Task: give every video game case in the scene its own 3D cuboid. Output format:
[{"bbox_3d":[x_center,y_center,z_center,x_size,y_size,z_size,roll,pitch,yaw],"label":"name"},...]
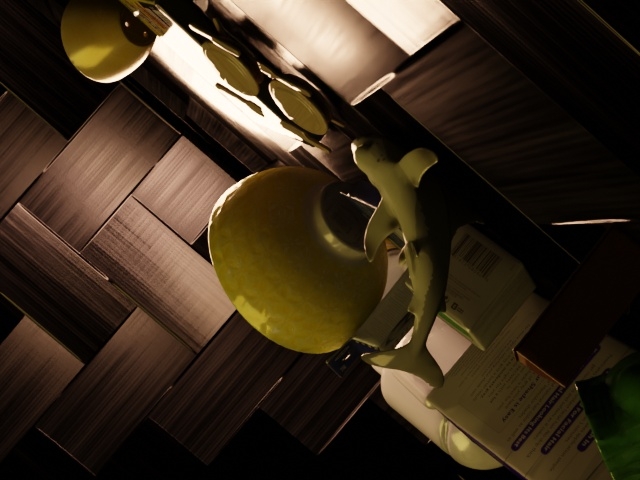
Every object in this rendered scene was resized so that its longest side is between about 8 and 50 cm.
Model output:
[{"bbox_3d":[-0.134,-0.235,1.906,0.275,0.035,0.248,41,176,-23],"label":"video game case"}]

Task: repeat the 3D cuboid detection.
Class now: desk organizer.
[{"bbox_3d":[0.212,0.056,1.168,0.050,0.130,0.047,37,175,17],"label":"desk organizer"}]

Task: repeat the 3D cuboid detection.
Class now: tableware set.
[{"bbox_3d":[-0.057,-0.186,1.708,0.194,0.039,0.128,32,161,27],"label":"tableware set"}]

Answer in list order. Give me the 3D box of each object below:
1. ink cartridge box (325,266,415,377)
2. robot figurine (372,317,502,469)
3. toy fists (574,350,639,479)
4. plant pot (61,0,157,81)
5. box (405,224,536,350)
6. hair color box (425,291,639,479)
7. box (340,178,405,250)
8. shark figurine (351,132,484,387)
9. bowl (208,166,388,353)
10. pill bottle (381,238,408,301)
[{"bbox_3d":[0.105,0.117,2.145,0.045,0.224,0.223,40,177,11],"label":"ink cartridge box"},{"bbox_3d":[0.245,0.263,2.565,0.300,0.199,0.353,10,-159,-48],"label":"robot figurine"},{"bbox_3d":[0.298,0.138,1.240,0.279,0.142,0.096,51,-160,-66],"label":"toy fists"},{"bbox_3d":[-0.284,-0.298,2.084,0.095,0.134,0.134,-7,140,45],"label":"plant pot"},{"bbox_3d":[0.171,0.050,1.673,0.101,0.102,0.087,37,177,27],"label":"box"},{"bbox_3d":[0.281,0.194,1.632,0.110,0.185,0.339,42,176,-27],"label":"hair color box"},{"bbox_3d":[0.115,-0.016,1.938,0.136,0.036,0.225,43,174,-22],"label":"box"},{"bbox_3d":[0.120,0.007,1.527,0.116,0.278,0.166,-1,167,-34],"label":"shark figurine"},{"bbox_3d":[0.000,0.000,2.111,0.289,0.289,0.156,41,133,-11],"label":"bowl"},{"bbox_3d":[0.073,0.034,2.381,0.103,0.103,0.184,44,175,-38],"label":"pill bottle"}]
